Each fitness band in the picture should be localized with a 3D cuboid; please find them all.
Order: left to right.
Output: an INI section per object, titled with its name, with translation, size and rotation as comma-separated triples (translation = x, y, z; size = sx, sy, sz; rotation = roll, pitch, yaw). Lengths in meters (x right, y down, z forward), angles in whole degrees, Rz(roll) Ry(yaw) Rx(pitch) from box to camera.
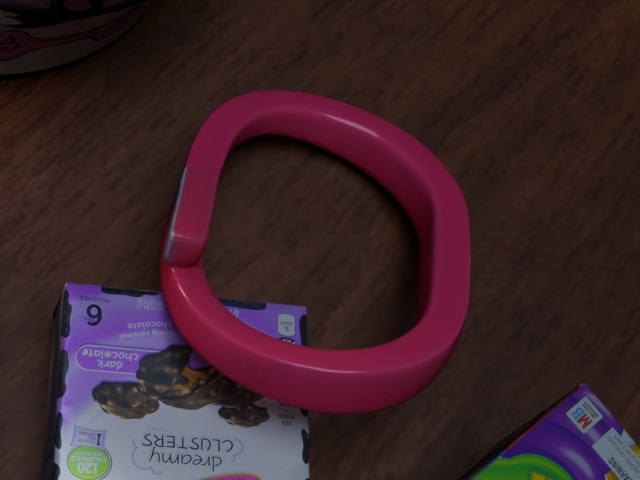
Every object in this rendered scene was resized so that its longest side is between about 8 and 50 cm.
[fitness band]
translation = 0.000, 0.000, 0.959
size = 0.209, 0.054, 0.291
rotation = 18, 38, -7

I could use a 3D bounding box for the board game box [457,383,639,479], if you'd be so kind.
[board game box]
translation = 0.093, 0.239, 0.875
size = 0.275, 0.142, 0.144
rotation = -35, 80, -29

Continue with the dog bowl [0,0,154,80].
[dog bowl]
translation = -0.214, -0.321, 0.940
size = 0.408, 0.150, 0.408
rotation = 7, 80, -40

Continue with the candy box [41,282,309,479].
[candy box]
translation = -0.093, 0.136, 0.903
size = 0.164, 0.070, 0.196
rotation = 6, 63, -16
